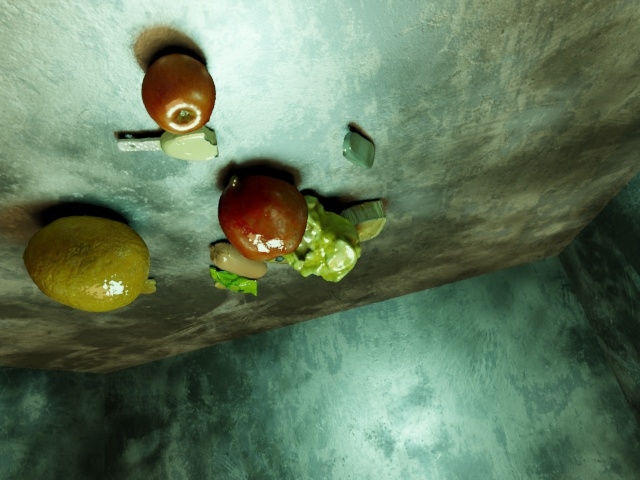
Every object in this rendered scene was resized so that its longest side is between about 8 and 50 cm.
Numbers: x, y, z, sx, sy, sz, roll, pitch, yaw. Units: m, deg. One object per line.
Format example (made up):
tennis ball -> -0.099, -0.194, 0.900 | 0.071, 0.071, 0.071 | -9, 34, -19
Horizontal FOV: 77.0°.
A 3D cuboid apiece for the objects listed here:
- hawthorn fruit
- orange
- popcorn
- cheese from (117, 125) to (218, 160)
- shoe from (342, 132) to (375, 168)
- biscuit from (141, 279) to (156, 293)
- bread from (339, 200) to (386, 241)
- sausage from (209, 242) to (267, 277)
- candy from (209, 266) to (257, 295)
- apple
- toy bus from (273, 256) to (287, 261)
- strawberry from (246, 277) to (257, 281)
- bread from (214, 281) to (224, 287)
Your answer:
hawthorn fruit -> -0.194, -0.070, 1.333 | 0.311, 0.295, 0.295 | 10, 148, -35
orange -> -0.753, 0.072, 1.320 | 0.356, 0.322, 0.322 | 16, 148, -17
popcorn -> -0.001, -0.005, 1.577 | 0.334, 0.294, 0.292 | 27, 110, -14
cheese -> -0.401, -0.258, 1.070 | 0.255, 0.050, 0.127 | -6, 156, -16
shoe -> 0.108, -0.286, 1.268 | 0.078, 0.079, 0.195 | 16, 180, 28
biscuit -> -0.862, 0.203, 1.898 | 0.158, 0.035, 0.240 | -11, 156, 3
bread -> 0.168, -0.077, 1.701 | 0.192, 0.110, 0.210 | -15, 158, -11
sausage -> -0.364, 0.090, 1.791 | 0.121, 0.121, 0.304 | -23, 154, 22
candy -> -0.426, 0.203, 1.968 | 0.246, 0.069, 0.149 | 15, 150, -2
apple -> -0.308, -0.315, 0.879 | 0.163, 0.139, 0.163 | -9, 155, -4
toy bus -> -0.161, 0.067, 1.890 | 0.268, 0.092, 0.106 | 8, 159, -40
strawberry -> -0.377, 0.172, 2.038 | 0.121, 0.082, 0.188 | 24, 150, -18
bread -> -0.511, 0.233, 2.158 | 0.109, 0.025, 0.110 | -11, 156, -5
